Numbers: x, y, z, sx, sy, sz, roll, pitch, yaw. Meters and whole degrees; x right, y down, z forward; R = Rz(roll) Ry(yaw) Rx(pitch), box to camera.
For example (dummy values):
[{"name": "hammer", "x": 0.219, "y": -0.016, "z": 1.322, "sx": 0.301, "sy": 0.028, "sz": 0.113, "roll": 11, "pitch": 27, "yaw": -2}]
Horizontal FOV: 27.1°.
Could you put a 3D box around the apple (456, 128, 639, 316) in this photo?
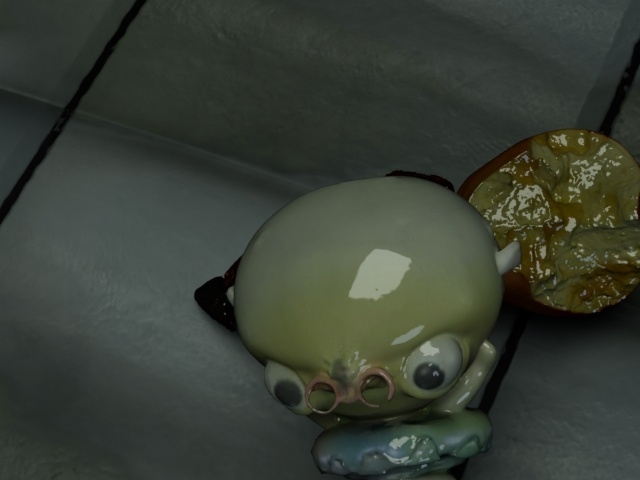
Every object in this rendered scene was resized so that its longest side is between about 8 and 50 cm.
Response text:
[{"name": "apple", "x": 0.191, "y": -0.014, "z": 1.119, "sx": 0.158, "sy": 0.147, "sz": 0.156, "roll": -5, "pitch": 92, "yaw": 5}]

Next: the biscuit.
[{"name": "biscuit", "x": 0.003, "y": 0.001, "z": 1.146, "sx": 0.235, "sy": 0.151, "sz": 0.063, "roll": -35, "pitch": 101, "yaw": -8}]

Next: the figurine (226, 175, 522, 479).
[{"name": "figurine", "x": 0.073, "y": 0.150, "z": 1.004, "sx": 0.226, "sy": 0.274, "sz": 0.394, "roll": -11, "pitch": 87, "yaw": 23}]
